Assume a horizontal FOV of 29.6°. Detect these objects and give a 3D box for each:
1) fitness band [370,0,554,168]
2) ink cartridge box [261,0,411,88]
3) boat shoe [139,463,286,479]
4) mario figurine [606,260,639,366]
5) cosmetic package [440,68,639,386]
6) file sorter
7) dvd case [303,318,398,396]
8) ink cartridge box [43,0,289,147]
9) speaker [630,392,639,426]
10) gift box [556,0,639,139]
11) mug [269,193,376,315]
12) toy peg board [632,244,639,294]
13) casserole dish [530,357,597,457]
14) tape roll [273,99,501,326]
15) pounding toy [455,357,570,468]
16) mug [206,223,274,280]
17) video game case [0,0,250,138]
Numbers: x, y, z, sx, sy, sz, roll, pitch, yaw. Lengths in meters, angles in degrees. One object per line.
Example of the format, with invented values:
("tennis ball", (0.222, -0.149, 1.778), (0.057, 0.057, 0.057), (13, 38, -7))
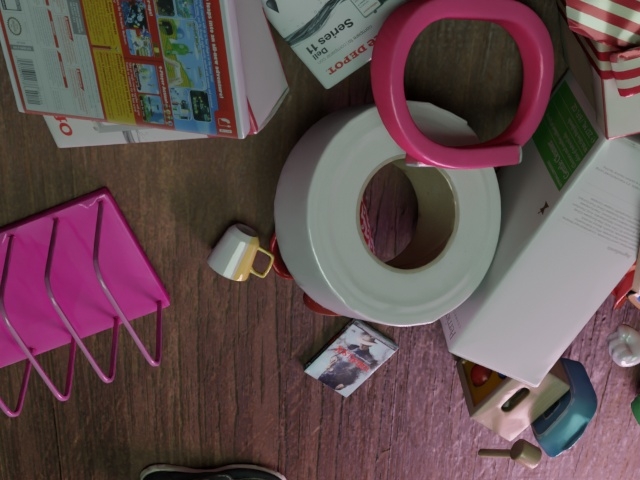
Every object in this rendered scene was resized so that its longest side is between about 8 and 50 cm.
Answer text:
("fitness band", (0.178, -0.191, 1.464), (0.291, 0.054, 0.209), (-6, 101, -39))
("ink cartridge box", (0.004, -0.306, 1.440), (0.153, 0.087, 0.208), (-34, 124, 15))
("boat shoe", (-0.166, 0.400, 1.893), (0.233, 0.079, 0.084), (1, 121, -8))
("mario figurine", (0.520, 0.121, 1.665), (0.320, 0.170, 0.198), (34, 88, 3))
("cosmetic package", (0.308, -0.013, 1.601), (0.155, 0.197, 0.365), (23, 116, -20))
("file sorter", (-0.377, 0.103, 1.620), (0.291, 0.182, 0.202), (-20, 122, 8))
("dvd case", (0.045, 0.175, 1.804), (0.087, 0.013, 0.119), (35, 113, -24))
("ink cartridge box", (-0.206, -0.224, 1.403), (0.283, 0.117, 0.207), (-2, 126, 26))
("speaker", (0.618, 0.209, 1.811), (0.296, 0.131, 0.131), (-37, 118, 18))
("gift box", (0.392, -0.289, 1.393), (0.255, 0.258, 0.276), (-17, 123, 5))
("mug", (0.003, 0.004, 1.636), (0.150, 0.113, 0.169), (-9, 120, -1))
("toy peg board", (0.482, 0.002, 1.502), (0.161, 0.079, 0.161), (-28, 144, -15))
("casserole dish", (0.345, 0.237, 1.770), (0.037, 0.188, 0.114), (33, 109, -12))
("tape roll", (0.088, -0.036, 1.535), (0.286, 0.100, 0.286), (-1, 93, -27))
("pounding toy", (0.260, 0.233, 1.746), (0.094, 0.206, 0.181), (33, 114, -23))
("mug", (-0.109, 0.014, 1.666), (0.078, 0.062, 0.064), (13, 114, -38))
("video game case", (-0.222, -0.215, 1.318), (0.285, 0.025, 0.204), (9, 129, 17))
